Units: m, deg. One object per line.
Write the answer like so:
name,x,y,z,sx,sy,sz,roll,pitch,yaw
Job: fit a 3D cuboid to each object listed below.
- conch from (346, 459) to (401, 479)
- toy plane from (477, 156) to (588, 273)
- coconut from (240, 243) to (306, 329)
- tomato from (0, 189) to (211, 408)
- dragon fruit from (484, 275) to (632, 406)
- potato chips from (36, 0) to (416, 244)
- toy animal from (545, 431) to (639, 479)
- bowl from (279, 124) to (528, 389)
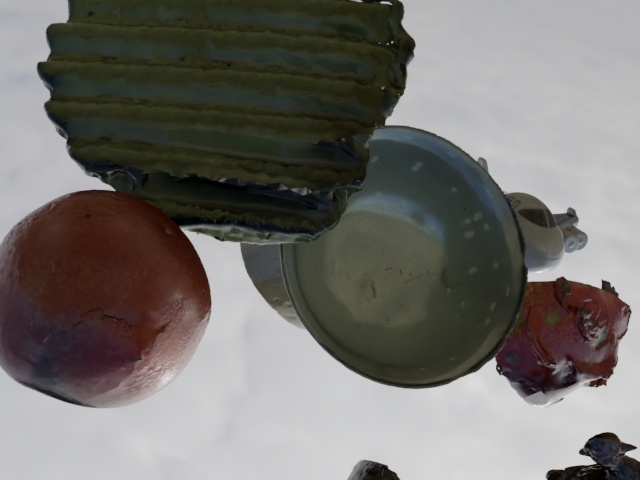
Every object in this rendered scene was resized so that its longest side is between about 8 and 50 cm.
conch,0.077,0.247,0.620,0.187,0.181,0.124,48,-123,6
toy plane,0.302,-0.032,1.409,0.267,0.122,0.267,9,-155,-4
coconut,0.000,0.000,1.272,0.259,0.259,0.259,18,-155,-9
tomato,-0.207,0.061,0.813,0.208,0.208,0.184,14,-136,-16
dragon fruit,0.325,0.135,1.140,0.274,0.161,0.126,36,-139,-47
potato chips,-0.115,-0.177,0.955,0.429,0.358,0.070,8,161,13
toy animal,0.328,0.308,1.076,0.179,0.188,0.089,55,-148,-26
bowl,0.078,0.031,1.062,0.313,0.146,0.313,6,-107,-20
